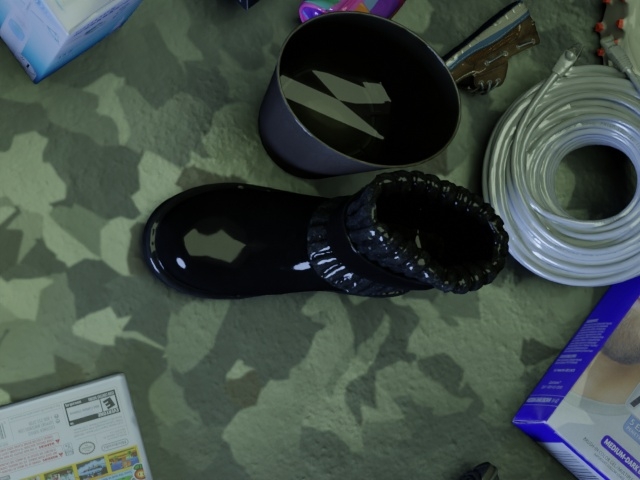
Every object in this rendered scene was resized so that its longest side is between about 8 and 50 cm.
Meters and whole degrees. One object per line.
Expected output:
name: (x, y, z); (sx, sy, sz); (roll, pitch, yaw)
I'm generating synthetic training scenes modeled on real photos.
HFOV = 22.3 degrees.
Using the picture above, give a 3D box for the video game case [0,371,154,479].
video game case: (-0.294, 0.271, 1.749); (0.227, 0.026, 0.206); (-15, 90, -18)

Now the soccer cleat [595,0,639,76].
soccer cleat: (0.379, -0.217, 1.966); (0.076, 0.068, 0.196); (0, 93, -22)

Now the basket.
basket: (0.019, -0.144, 1.764); (0.204, 0.227, 0.154); (23, 78, -14)

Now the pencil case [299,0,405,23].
pencil case: (0.078, -0.318, 1.864); (0.104, 0.104, 0.236); (40, 77, -10)

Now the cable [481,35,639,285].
cable: (0.315, -0.072, 1.880); (0.257, 0.089, 0.257); (-42, 77, 4)

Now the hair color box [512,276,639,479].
hair color box: (0.408, 0.142, 1.925); (0.185, 0.110, 0.339); (41, 75, -9)

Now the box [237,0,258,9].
box: (-0.046, -0.413, 1.804); (0.261, 0.103, 0.184); (-40, 78, -15)

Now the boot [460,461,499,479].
boot: (0.218, 0.382, 1.867); (0.208, 0.076, 0.190); (33, 92, -5)

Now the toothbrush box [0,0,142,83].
toothbrush box: (-0.289, -0.300, 1.650); (0.126, 0.295, 0.216); (-37, 97, -16)

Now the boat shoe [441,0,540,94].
boat shoe: (0.189, -0.208, 1.905); (0.183, 0.066, 0.066); (-39, 99, -15)

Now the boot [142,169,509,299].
boot: (0.001, -0.004, 1.732); (0.348, 0.260, 0.131); (0, 87, -17)
